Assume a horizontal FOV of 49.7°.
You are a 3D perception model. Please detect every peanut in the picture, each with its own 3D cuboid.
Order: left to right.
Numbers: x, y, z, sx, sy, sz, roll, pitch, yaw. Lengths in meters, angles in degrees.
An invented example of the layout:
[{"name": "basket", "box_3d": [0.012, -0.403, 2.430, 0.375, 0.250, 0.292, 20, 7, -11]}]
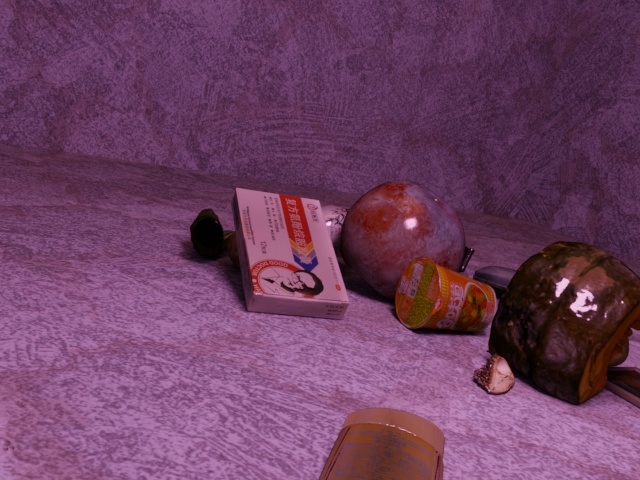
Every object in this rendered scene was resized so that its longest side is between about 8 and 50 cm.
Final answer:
[{"name": "peanut", "box_3d": [-0.150, 0.042, 1.654, 0.103, 0.098, 0.229, 1, 18, -32]}]

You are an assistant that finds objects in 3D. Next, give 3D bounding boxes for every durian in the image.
[{"name": "durian", "box_3d": [0.323, 0.256, 1.296, 0.066, 0.052, 0.130, 56, 31, 13]}]

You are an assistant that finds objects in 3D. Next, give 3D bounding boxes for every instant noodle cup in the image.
[{"name": "instant noodle cup", "box_3d": [0.290, 0.135, 1.555, 0.185, 0.168, 0.168, 14, 10, -26]}]

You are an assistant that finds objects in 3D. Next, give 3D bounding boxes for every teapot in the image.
[{"name": "teapot", "box_3d": [0.000, 0.000, 1.870, 0.208, 0.165, 0.300, -19, 4, 36]}]

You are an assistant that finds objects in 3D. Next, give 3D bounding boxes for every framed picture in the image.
[{"name": "framed picture", "box_3d": [0.676, 0.313, 1.397, 0.184, 0.016, 0.250, 5, 14, -26]}]

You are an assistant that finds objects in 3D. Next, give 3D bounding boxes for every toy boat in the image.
[{"name": "toy boat", "box_3d": [0.543, 0.127, 1.983, 0.141, 0.092, 0.319, 6, 6, -24]}]

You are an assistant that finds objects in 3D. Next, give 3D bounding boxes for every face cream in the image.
[{"name": "face cream", "box_3d": [0.076, 0.280, 0.824, 0.139, 0.067, 0.285, 15, 13, 10]}]

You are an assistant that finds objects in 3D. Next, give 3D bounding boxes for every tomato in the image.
[{"name": "tomato", "box_3d": [0.205, 0.003, 1.729, 0.317, 0.282, 0.316, 30, 29, -18]}]

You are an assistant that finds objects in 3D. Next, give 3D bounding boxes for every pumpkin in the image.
[{"name": "pumpkin", "box_3d": [0.495, 0.154, 1.367, 0.225, 0.303, 0.256, 29, -3, 39]}]

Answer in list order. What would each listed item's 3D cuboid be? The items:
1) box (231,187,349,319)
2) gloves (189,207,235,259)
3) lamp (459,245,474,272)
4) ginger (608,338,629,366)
[{"name": "box", "box_3d": [-0.077, 0.023, 1.552, 0.214, 0.069, 0.353, 8, 41, -20]}, {"name": "gloves", "box_3d": [-0.279, -0.016, 1.757, 0.107, 0.135, 0.268, -13, -1, 3]}, {"name": "lamp", "box_3d": [0.369, 0.036, 2.167, 0.227, 0.147, 0.172, 26, -7, 22]}, {"name": "ginger", "box_3d": [0.599, 0.200, 1.598, 0.219, 0.123, 0.270, 11, 8, 14]}]
